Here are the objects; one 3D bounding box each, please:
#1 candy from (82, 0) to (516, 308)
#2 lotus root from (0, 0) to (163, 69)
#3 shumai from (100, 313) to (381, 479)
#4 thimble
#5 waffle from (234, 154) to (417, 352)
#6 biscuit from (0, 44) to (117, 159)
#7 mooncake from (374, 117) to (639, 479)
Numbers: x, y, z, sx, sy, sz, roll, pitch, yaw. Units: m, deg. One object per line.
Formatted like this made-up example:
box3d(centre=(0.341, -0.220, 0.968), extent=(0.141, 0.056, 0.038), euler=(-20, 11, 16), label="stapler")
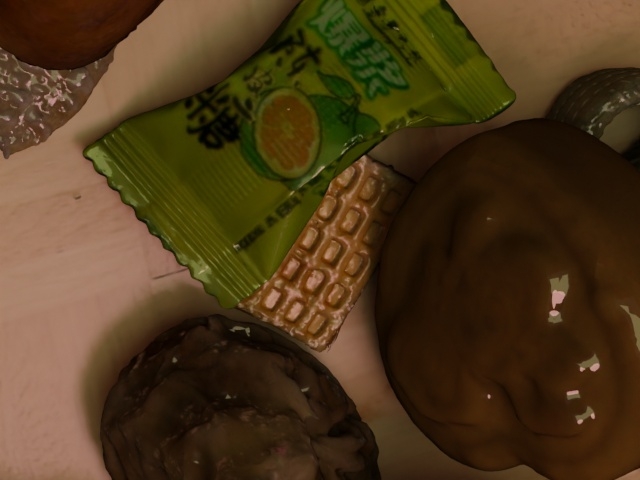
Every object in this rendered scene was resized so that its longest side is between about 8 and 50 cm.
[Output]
box3d(centre=(-0.010, -0.076, 1.077), extent=(0.246, 0.069, 0.149), euler=(-39, 86, -2), label="candy")
box3d(centre=(-0.134, -0.287, 0.910), extent=(0.316, 0.250, 0.316), euler=(4, 78, -18), label="lotus root")
box3d(centre=(-0.037, 0.155, 1.076), extent=(0.206, 0.175, 0.166), euler=(42, 87, -24), label="shumai")
box3d(centre=(0.212, -0.075, 1.168), extent=(0.110, 0.062, 0.084), euler=(-17, 109, -14), label="thimble")
box3d(centre=(0.000, 0.000, 1.135), extent=(0.092, 0.021, 0.135), euler=(28, 92, -22), label="waffle")
box3d(centre=(-0.184, -0.187, 1.027), extent=(0.133, 0.032, 0.250), euler=(-25, 108, -13), label="biscuit")
box3d(centre=(0.134, 0.038, 1.073), extent=(0.117, 0.235, 0.235), euler=(-17, 109, -39), label="mooncake")
